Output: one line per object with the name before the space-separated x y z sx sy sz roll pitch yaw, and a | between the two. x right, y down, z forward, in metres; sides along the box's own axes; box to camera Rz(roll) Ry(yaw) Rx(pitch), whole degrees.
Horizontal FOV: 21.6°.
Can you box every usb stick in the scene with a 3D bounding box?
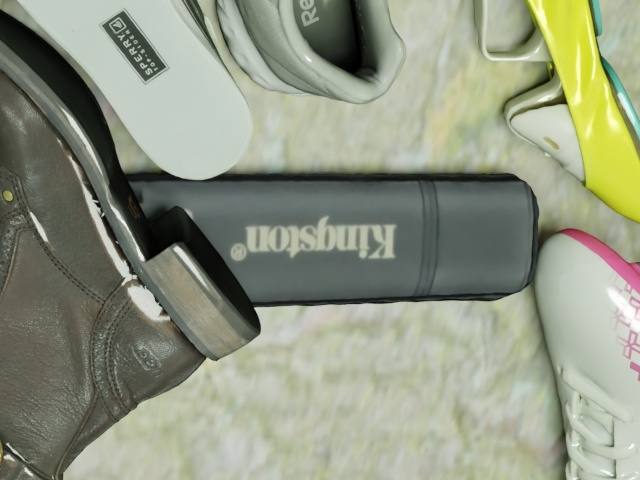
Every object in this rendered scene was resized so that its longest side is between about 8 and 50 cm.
usb stick | 0.000 0.000 0.936 0.278 0.045 0.077 -1 105 -26

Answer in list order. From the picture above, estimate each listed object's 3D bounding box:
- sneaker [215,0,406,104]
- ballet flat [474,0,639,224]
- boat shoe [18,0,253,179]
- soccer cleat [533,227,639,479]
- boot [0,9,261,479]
sneaker | -0.025 -0.180 0.821 0.099 0.121 0.262 -37 119 -13
ballet flat | 0.135 -0.102 0.965 0.077 0.077 0.231 -19 113 3
boat shoe | -0.106 -0.128 0.828 0.077 0.070 0.219 -26 123 4
soccer cleat | 0.202 0.143 1.043 0.143 0.116 0.331 -42 120 -10
boot | -0.182 0.029 0.822 0.229 0.091 0.263 -37 97 7
